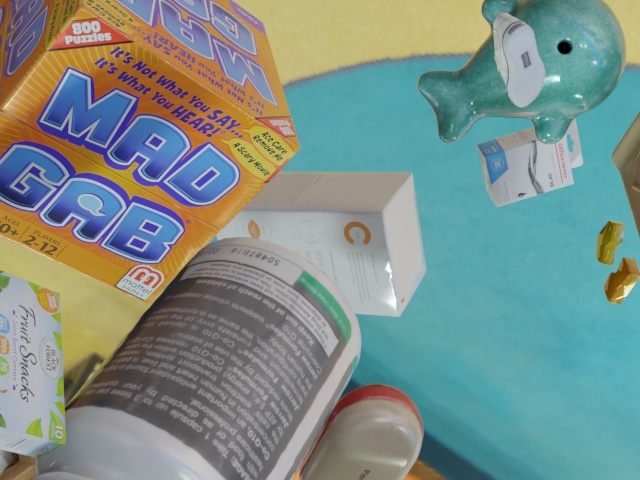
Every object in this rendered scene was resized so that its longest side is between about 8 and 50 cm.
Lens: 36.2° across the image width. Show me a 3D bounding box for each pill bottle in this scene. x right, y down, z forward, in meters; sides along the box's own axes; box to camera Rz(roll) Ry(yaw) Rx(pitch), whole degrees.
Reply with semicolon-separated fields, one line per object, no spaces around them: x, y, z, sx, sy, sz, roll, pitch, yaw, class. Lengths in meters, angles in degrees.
-0.119;0.176;0.877;0.204;0.361;0.204;16;131;18;pill bottle

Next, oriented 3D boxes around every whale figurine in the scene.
0.266;-0.226;1.287;0.272;0.141;0.216;-22;92;8;whale figurine

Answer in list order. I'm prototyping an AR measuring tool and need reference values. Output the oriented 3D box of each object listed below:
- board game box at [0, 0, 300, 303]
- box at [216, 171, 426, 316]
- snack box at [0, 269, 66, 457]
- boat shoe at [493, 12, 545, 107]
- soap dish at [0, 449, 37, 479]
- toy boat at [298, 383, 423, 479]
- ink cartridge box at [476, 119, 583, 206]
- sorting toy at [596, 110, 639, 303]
-0.301;-0.200;1.430;0.356;0.356;0.356;30;118;-34;board game box
0.000;0.000;1.826;0.345;0.168;0.215;3;120;25;box
-0.252;0.092;0.773;0.037;0.141;0.100;-29;143;24;snack box
0.165;-0.155;0.836;0.035;0.035;0.100;54;179;36;boat shoe
-0.412;0.202;1.061;0.229;0.291;0.118;-37;139;5;soap dish
0.059;0.291;1.470;0.151;0.151;0.231;12;131;-16;toy boat
0.375;-0.139;1.710;0.180;0.060;0.104;-17;117;2;ink cartridge box
0.454;-0.069;1.302;0.041;0.229;0.307;9;135;-14;sorting toy
